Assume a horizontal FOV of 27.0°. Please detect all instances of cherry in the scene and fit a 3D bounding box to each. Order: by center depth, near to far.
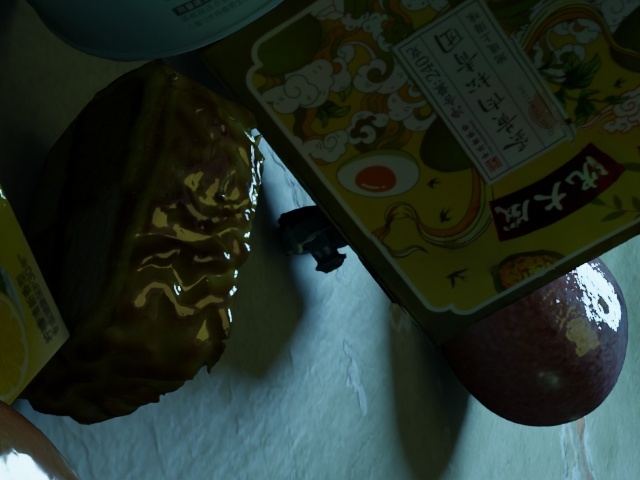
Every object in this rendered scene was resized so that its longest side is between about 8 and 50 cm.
[{"bbox_3d":[0.251,0.090,1.626,0.307,0.221,0.261,52,27,-25],"label":"cherry"}]

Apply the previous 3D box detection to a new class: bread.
[{"bbox_3d":[-0.127,0.003,0.882,0.096,0.181,0.222,26,55,-32],"label":"bread"}]

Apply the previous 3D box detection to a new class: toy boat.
[{"bbox_3d":[0.000,0.000,1.292,0.060,0.060,0.137,63,18,12],"label":"toy boat"}]

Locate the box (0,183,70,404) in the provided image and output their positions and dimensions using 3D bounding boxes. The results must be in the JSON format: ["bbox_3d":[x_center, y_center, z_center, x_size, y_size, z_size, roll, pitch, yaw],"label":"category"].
[{"bbox_3d":[-0.254,-0.010,0.705,0.265,0.097,0.168,71,26,-21],"label":"box"}]

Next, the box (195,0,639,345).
[{"bbox_3d":[0.148,-0.151,1.207,0.420,0.373,0.138,51,15,-30],"label":"box"}]

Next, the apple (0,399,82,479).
[{"bbox_3d":[-0.207,0.198,0.512,0.319,0.277,0.319,37,47,-53],"label":"apple"}]

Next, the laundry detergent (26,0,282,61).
[{"bbox_3d":[-0.149,-0.309,0.809,0.305,0.287,0.287,46,41,-51],"label":"laundry detergent"}]
